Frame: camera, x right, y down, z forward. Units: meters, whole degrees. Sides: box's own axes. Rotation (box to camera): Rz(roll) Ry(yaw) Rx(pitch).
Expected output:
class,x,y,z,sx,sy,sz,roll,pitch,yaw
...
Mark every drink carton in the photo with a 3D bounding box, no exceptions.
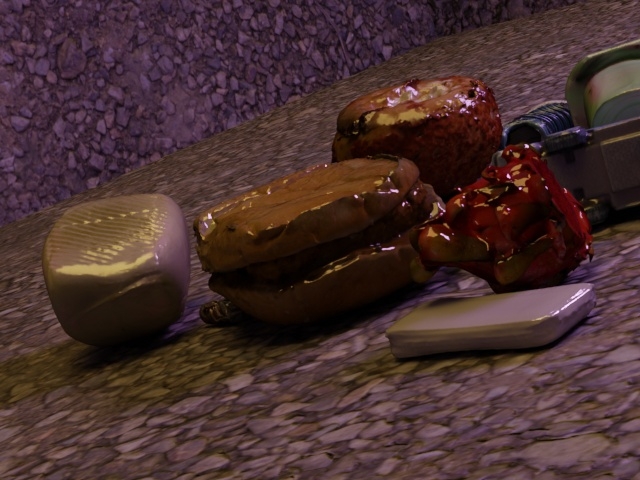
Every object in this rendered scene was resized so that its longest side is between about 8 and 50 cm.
class,x,y,z,sx,sy,sz,roll,pitch,yaw
drink carton,0.365,-0.144,1.851,0.146,0.144,0.142,-17,16,12

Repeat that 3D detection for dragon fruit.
class,x,y,z,sx,sy,sz,roll,pitch,yaw
dragon fruit,0.167,-0.010,1.464,0.208,0.133,0.150,-21,-30,-26

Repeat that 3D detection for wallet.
class,x,y,z,sx,sy,sz,roll,pitch,yaw
wallet,0.143,0.070,1.385,0.190,0.033,0.095,-8,13,40

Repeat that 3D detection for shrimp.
class,x,y,z,sx,sy,sz,roll,pitch,yaw
shrimp,-0.097,0.079,1.782,0.038,0.029,0.092,-16,12,-39

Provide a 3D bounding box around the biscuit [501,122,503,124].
class,x,y,z,sx,sy,sz,roll,pitch,yaw
biscuit,0.177,-0.118,2.325,0.229,0.031,0.176,-21,10,-4

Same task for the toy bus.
class,x,y,z,sx,sy,sz,roll,pitch,yaw
toy bus,0.353,-0.089,1.670,0.330,0.109,0.136,-14,1,21

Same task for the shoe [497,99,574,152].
class,x,y,z,sx,sy,sz,roll,pitch,yaw
shoe,0.296,-0.148,2.187,0.143,0.063,0.071,-21,9,0

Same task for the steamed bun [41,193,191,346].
class,x,y,z,sx,sy,sz,roll,pitch,yaw
steamed bun,-0.230,0.048,1.870,0.170,0.152,0.238,-11,26,3

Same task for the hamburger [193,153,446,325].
class,x,y,z,sx,sy,sz,roll,pitch,yaw
hamburger,0.001,0.000,1.706,0.260,0.144,0.283,-23,16,-10

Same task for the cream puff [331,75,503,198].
class,x,y,z,sx,sy,sz,roll,pitch,yaw
cream puff,0.128,-0.131,2.125,0.240,0.164,0.240,-8,23,3
